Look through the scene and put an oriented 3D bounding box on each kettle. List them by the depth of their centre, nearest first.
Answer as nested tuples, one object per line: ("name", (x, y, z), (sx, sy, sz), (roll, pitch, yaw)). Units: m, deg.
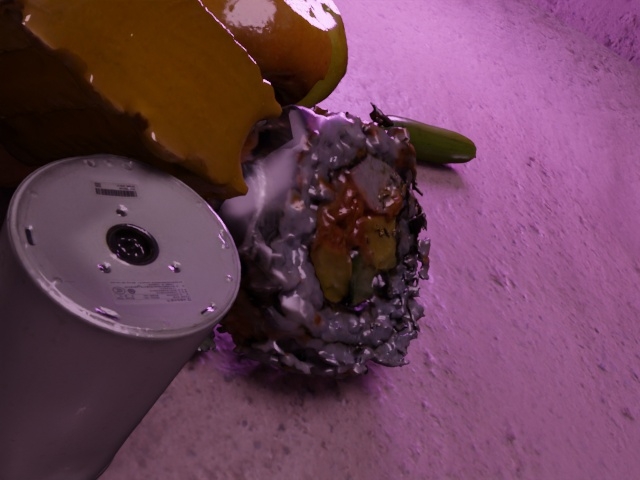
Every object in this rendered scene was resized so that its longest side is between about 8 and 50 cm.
("kettle", (-0.255, 0.076, 0.742), (0.265, 0.318, 0.205), (41, 38, 6))

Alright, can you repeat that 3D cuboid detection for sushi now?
("sushi", (0.003, 0.003, 1.076), (0.418, 0.176, 0.417), (6, 81, -40))

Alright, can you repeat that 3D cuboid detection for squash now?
("squash", (0.217, -0.212, 1.626), (0.293, 0.082, 0.082), (7, 46, -36))

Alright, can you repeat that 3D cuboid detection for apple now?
("apple", (-0.133, -0.288, 1.192), (0.384, 0.374, 0.374), (2, 47, -14))

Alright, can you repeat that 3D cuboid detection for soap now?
("soap", (-0.249, -0.168, 0.794), (0.293, 0.335, 0.156), (38, 66, -40))

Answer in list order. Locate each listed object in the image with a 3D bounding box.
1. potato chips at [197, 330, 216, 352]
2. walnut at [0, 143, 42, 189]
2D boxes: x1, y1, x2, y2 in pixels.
("potato chips", (-0.234, 0.058, 0.998), (0.228, 0.059, 0.167), (23, 49, -18))
("walnut", (-0.407, -0.144, 0.990), (0.197, 0.165, 0.165), (6, 46, -46))
